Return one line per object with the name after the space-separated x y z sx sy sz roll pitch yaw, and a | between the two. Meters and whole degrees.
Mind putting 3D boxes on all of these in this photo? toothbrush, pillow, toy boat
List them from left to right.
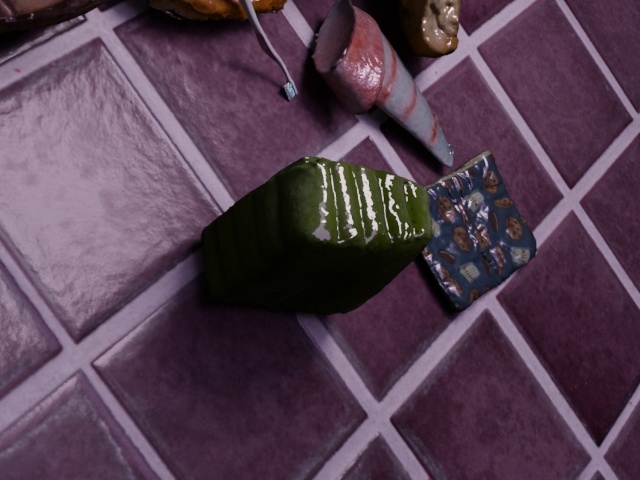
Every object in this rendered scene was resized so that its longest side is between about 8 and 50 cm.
-0.073 -0.267 1.562 0.022 0.017 0.204 -57 140 -29 | toothbrush
0.109 -0.220 1.714 0.282 0.096 0.206 38 35 -30 | toy boat
0.225 -0.016 1.752 0.255 0.034 0.189 -30 94 -45 | pillow

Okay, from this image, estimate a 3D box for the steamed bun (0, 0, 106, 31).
-0.317 -0.384 1.342 0.301 0.199 0.252 -32 109 -10 | steamed bun

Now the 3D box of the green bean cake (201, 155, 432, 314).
0.000 0.000 1.405 0.222 0.248 0.125 9 64 -36 | green bean cake

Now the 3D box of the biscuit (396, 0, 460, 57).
0.158 -0.412 1.754 0.091 0.213 0.274 -3 100 -8 | biscuit

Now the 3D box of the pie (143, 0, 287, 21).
-0.180 -0.405 1.545 0.308 0.085 0.308 17 62 -35 | pie
